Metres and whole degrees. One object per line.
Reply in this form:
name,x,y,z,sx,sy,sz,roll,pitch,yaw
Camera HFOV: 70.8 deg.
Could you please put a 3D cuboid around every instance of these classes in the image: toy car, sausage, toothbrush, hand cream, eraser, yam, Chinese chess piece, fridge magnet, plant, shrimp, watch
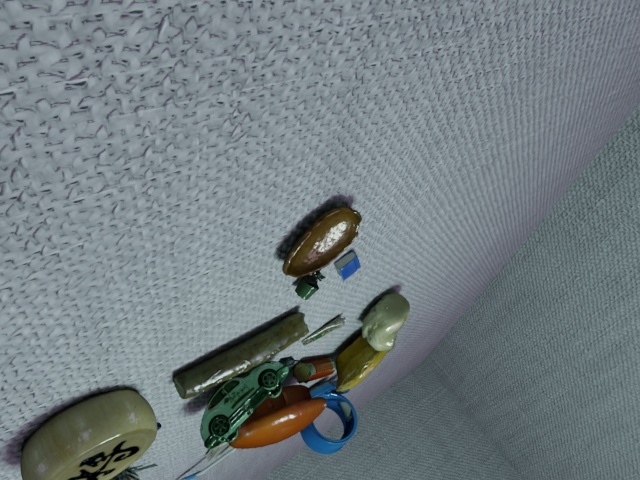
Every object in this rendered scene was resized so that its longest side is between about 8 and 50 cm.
toy car,-0.228,0.453,1.293,0.306,0.125,0.136,-43,158,-21
sausage,-0.007,0.483,1.691,0.083,0.083,0.264,-47,155,13
toothbrush,-0.484,0.899,1.729,0.386,0.040,0.040,-34,154,-4
hand cream,0.012,0.300,1.488,0.165,0.037,0.057,-30,153,-7
eraser,0.073,0.067,1.194,0.063,0.027,0.085,-36,154,-5
yam,-0.186,0.289,1.146,0.371,0.083,0.083,-25,150,-29
Chinese chess piece,-0.474,0.424,0.939,0.257,0.104,0.257,-32,154,-18
fridge magnet,-0.152,0.616,1.570,0.363,0.155,0.364,-19,155,-9
plant,-0.017,0.095,1.093,0.102,0.051,0.051,-53,152,14
shrimp,-0.551,0.688,1.247,0.372,0.137,0.172,112,0,-57
watch,0.048,0.789,2.025,0.305,0.275,0.242,-14,144,-34

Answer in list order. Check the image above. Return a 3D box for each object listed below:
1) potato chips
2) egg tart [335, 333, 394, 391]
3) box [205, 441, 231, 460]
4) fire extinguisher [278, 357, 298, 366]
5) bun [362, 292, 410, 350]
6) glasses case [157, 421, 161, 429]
potato chips,0.000,0.000,0.965,0.201,0.049,0.150,-43,151,10
egg tart,0.159,0.467,1.812,0.319,0.128,0.319,-41,170,-9
box,-0.346,0.783,1.766,0.198,0.029,0.109,-10,141,-48
fire extinguisher,-0.109,0.402,1.487,0.038,0.025,0.083,-10,170,32
bun,0.235,0.296,1.660,0.229,0.145,0.230,19,90,-82
glasses case,-0.457,0.502,1.177,0.083,0.023,0.033,-35,159,-7
